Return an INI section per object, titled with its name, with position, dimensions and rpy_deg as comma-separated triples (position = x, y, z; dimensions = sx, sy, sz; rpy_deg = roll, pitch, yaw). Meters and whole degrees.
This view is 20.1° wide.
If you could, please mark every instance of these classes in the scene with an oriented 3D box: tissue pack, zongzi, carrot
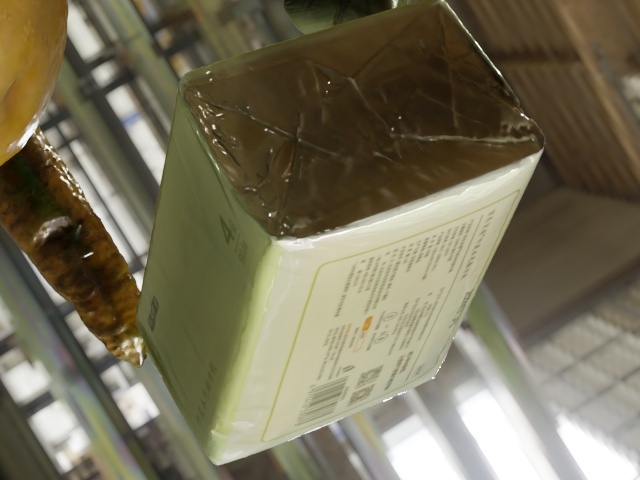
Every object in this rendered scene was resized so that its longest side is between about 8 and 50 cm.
[tissue pack]
position = 0.000, 0.000, 0.955
dimensions = 0.125, 0.159, 0.234
rpy_deg = 60, -25, 25
[zongzi]
position = 0.016, -0.162, 1.325
dimensions = 0.052, 0.104, 0.113
rpy_deg = 58, 27, -29
[carrot]
position = -0.194, -0.055, 1.123
dimensions = 0.314, 0.066, 0.066
rpy_deg = 56, -6, 2

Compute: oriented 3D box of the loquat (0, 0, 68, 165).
[loquat]
position = -0.227, -0.128, 0.928
dimensions = 0.238, 0.193, 0.238
rpy_deg = -174, -90, -76
